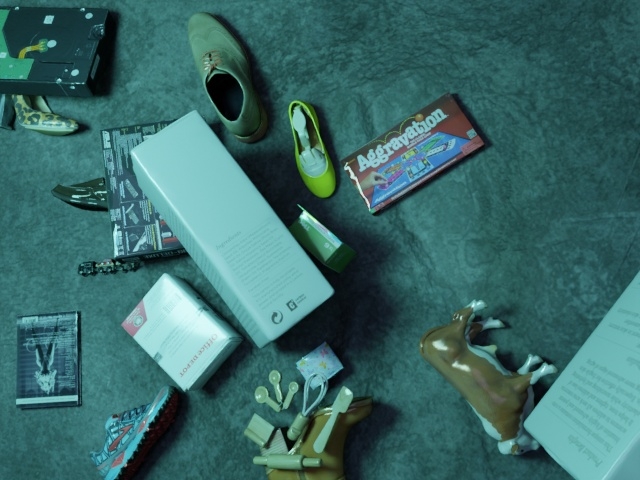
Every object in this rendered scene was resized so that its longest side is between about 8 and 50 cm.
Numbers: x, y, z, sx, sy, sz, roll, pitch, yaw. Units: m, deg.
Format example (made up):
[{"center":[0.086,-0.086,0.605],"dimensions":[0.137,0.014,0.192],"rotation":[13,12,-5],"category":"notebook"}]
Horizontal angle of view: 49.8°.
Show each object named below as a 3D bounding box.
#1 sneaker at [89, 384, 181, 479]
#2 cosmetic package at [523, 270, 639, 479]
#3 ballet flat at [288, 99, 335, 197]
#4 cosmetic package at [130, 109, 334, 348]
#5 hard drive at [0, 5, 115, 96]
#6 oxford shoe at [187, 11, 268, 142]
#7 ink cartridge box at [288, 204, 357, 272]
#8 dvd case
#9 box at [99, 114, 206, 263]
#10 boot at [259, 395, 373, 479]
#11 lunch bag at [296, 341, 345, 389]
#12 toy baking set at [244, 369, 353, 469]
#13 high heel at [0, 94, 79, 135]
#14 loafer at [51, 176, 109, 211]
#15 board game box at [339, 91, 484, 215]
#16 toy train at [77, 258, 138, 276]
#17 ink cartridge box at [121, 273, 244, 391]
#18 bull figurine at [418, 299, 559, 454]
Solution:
[{"center":[-0.419,0.413,1.523],"dimensions":[0.125,0.104,0.262],"rotation":[37,91,18],"category":"sneaker"},{"center":[0.618,0.292,1.131],"dimensions":[0.327,0.329,0.393],"rotation":[37,92,-3],"category":"cosmetic package"},{"center":[-0.027,-0.207,1.532],"dimensions":[0.077,0.077,0.230],"rotation":[-17,78,10],"category":"ballet flat"},{"center":[-0.185,-0.011,1.407],"dimensions":[0.161,0.230,0.453],"rotation":[-37,87,-16],"category":"cosmetic package"},{"center":[-0.697,-0.466,1.697],"dimensions":[0.339,0.064,0.236],"rotation":[3,65,6],"category":"hard drive"},{"center":[-0.224,-0.396,1.581],"dimensions":[0.123,0.130,0.348],"rotation":[-30,76,8],"category":"oxford shoe"},{"center":[0.000,0.000,1.426],"dimensions":[0.109,0.209,0.062],"rotation":[42,93,16],"category":"ink cartridge box"},{"center":[-0.647,0.283,1.642],"dimensions":[0.165,0.018,0.221],"rotation":[-6,80,12],"category":"dvd case"},{"center":[-0.359,-0.118,1.570],"dimensions":[0.243,0.076,0.307],"rotation":[-10,79,-5],"category":"box"},{"center":[0.020,0.456,1.402],"dimensions":[0.283,0.109,0.220],"rotation":[-29,74,11],"category":"boot"},{"center":[-0.001,0.267,1.469],"dimensions":[0.083,0.053,0.071],"rotation":[-37,77,-4],"category":"lunch bag"},{"center":[-0.053,0.361,1.382],"dimensions":[0.256,0.030,0.196],"rotation":[-4,78,32],"category":"toy baking set"},{"center":[-0.693,-0.360,1.712],"dimensions":[0.261,0.093,0.186],"rotation":[10,86,21],"category":"high heel"},{"center":[-0.530,-0.112,1.648],"dimensions":[0.220,0.080,0.078],"rotation":[10,80,6],"category":"loafer"},{"center":[0.197,-0.188,1.501],"dimensions":[0.281,0.027,0.145],"rotation":[-32,74,7],"category":"board game box"},{"center":[-0.504,0.060,1.637],"dimensions":[0.158,0.027,0.036],"rotation":[-6,70,14],"category":"toy train"},{"center":[-0.304,0.203,1.532],"dimensions":[0.218,0.092,0.158],"rotation":[42,93,18],"category":"ink cartridge box"},{"center":[0.341,0.270,1.360],"dimensions":[0.188,0.101,0.310],"rotation":[-45,77,0],"category":"bull figurine"}]
